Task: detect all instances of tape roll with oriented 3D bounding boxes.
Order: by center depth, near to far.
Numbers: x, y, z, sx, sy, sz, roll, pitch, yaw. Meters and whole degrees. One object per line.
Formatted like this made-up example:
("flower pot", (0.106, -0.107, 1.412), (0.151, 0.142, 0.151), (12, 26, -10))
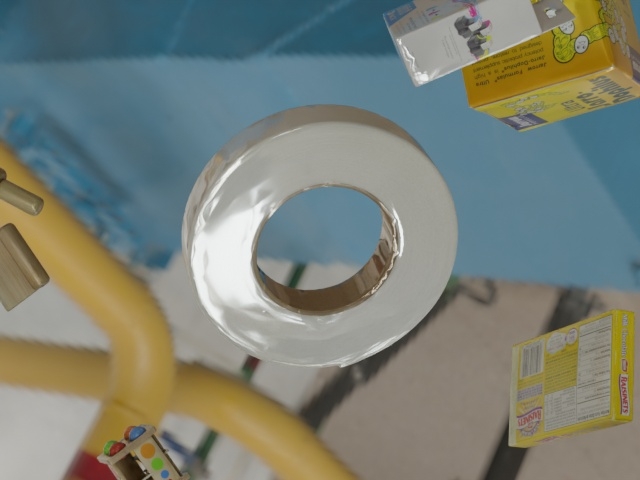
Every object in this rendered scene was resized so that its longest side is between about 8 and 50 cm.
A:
("tape roll", (0.000, 0.000, 2.449), (0.392, 0.392, 0.072), (39, -168, -27))

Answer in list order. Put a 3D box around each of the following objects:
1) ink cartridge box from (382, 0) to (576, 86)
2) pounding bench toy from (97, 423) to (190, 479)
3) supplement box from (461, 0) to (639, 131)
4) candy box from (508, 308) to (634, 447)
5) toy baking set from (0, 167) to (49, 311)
("ink cartridge box", (0.165, -0.235, 1.832), (0.104, 0.181, 0.061), (-106, -7, -67))
("pounding bench toy", (-0.166, 0.202, 1.583), (0.065, 0.052, 0.083), (56, 162, -8))
("supplement box", (0.277, -0.346, 2.259), (0.195, 0.356, 0.194), (-15, 169, 23))
("candy box", (0.239, 0.136, 1.680), (0.027, 0.105, 0.206), (7, 165, -20))
("toy baking set", (-0.350, -0.001, 1.450), (0.256, 0.196, 0.030), (32, -168, 7))
